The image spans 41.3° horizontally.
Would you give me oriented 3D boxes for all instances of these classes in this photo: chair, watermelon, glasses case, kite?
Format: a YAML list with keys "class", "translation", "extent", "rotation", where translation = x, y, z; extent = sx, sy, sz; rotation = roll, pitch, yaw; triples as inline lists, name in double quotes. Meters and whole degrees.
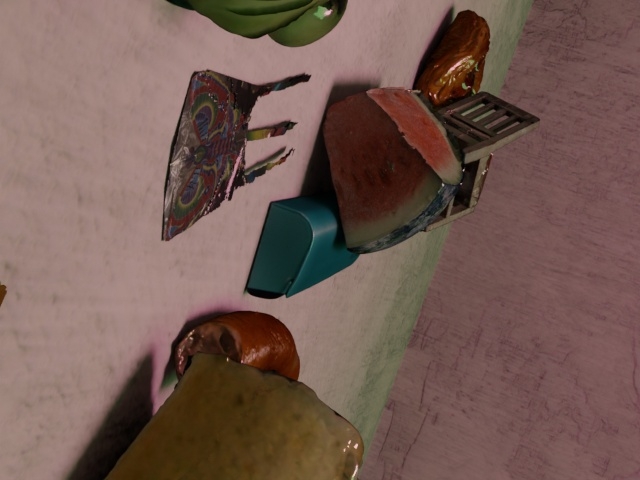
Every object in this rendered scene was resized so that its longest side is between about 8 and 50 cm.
- class: "chair"
  translation: [0.227, -0.136, 1.439]
  extent: [0.270, 0.136, 0.147]
  rotation: [-24, 136, -37]
- class: "watermelon"
  translation: [0.103, -0.127, 1.117]
  extent: [0.226, 0.148, 0.318]
  rotation: [54, 32, -33]
- class: "glasses case"
  translation: [0.000, 0.002, 1.113]
  extent: [0.301, 0.070, 0.117]
  rotation: [-25, 134, -72]
- class: "kite"
  translation: [-0.068, -0.101, 0.819]
  extent: [0.285, 0.015, 0.152]
  rotation: [-40, 147, -63]

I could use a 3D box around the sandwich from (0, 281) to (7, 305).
- class: "sandwich"
  translation: [-0.211, 0.053, 0.382]
  extent: [0.074, 0.074, 0.116]
  rotation: [58, 54, -75]

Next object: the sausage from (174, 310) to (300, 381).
- class: "sausage"
  translation: [-0.080, 0.132, 0.973]
  extent: [0.102, 0.076, 0.302]
  rotation: [-61, 164, -4]

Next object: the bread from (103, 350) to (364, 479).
- class: "bread"
  translation: [-0.114, 0.332, 0.789]
  extent: [0.264, 0.239, 0.395]
  rotation: [-52, 155, -50]

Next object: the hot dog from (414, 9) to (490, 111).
- class: "hot dog"
  translation: [0.244, -0.315, 1.529]
  extent: [0.160, 0.099, 0.226]
  rotation: [87, 24, -58]

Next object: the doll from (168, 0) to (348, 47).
- class: "doll"
  translation: [-0.029, -0.216, 0.487]
  extent: [0.198, 0.186, 0.322]
  rotation: [-40, -175, 3]
